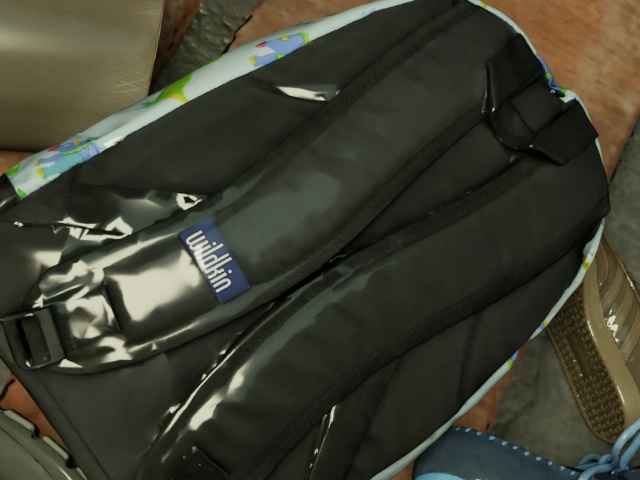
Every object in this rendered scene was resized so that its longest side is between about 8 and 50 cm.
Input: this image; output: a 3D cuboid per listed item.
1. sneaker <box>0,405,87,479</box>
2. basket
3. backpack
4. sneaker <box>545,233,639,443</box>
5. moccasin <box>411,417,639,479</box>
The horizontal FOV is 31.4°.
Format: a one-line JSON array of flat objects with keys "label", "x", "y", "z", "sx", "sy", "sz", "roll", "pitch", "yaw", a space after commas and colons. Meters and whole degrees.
[{"label": "sneaker", "x": -0.143, "y": 0.205, "z": 0.663, "sx": 0.106, "sy": 0.101, "sz": 0.267, "roll": -41, "pitch": 86, "yaw": -17}, {"label": "basket", "x": -0.222, "y": -0.139, "z": 0.734, "sx": 0.227, "sy": 0.154, "sz": 0.204, "roll": 10, "pitch": 64, "yaw": -14}, {"label": "backpack", "x": 0.000, "y": 0.000, "z": 0.696, "sx": 0.355, "sy": 0.273, "sz": 0.290, "roll": -37, "pitch": 94, "yaw": -3}, {"label": "sneaker", "x": 0.203, "y": 0.050, "z": 0.824, "sx": 0.071, "sy": 0.066, "sz": 0.188, "roll": -10, "pitch": 81, "yaw": -32}, {"label": "moccasin", "x": 0.210, "y": 0.199, "z": 0.754, "sx": 0.342, "sy": 0.138, "sz": 0.116, "roll": 32, "pitch": 65, "yaw": -17}]
